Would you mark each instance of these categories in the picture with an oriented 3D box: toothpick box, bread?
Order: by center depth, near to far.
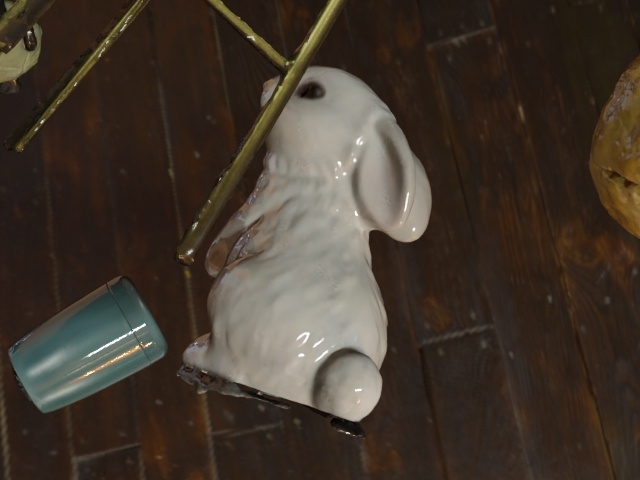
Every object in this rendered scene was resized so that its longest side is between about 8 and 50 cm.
[{"bbox_3d":[0.385,-0.083,0.986,0.244,0.245,0.134,-20,24,10],"label":"bread"},{"bbox_3d":[-0.298,0.136,1.304,0.184,0.120,0.120,-29,66,-11],"label":"toothpick box"}]

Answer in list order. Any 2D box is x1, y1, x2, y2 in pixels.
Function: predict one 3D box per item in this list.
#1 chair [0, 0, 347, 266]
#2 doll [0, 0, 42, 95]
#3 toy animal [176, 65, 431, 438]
[{"bbox_3d":[-0.021,-0.166,0.430,0.159,0.170,0.326,30,74,37],"label":"chair"},{"bbox_3d":[-0.414,-0.244,1.131,0.143,0.234,0.135,-40,65,20],"label":"doll"},{"bbox_3d":[0.000,0.000,1.036,0.257,0.194,0.358,12,82,34],"label":"toy animal"}]
